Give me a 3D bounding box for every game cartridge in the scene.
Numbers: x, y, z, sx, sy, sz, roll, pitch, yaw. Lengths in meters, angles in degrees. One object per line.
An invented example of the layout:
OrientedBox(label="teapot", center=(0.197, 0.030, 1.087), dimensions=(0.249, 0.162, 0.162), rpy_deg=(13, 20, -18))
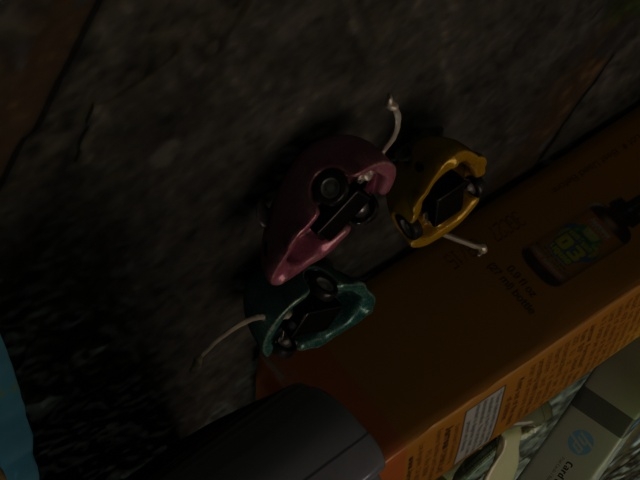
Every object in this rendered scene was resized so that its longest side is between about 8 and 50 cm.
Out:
OrientedBox(label="game cartridge", center=(-0.093, 0.136, 0.717), dimensions=(0.196, 0.060, 0.294), rpy_deg=(-39, 180, -17))

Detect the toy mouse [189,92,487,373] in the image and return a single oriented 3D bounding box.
OrientedBox(label="toy mouse", center=(0.000, 0.000, 0.761), dimensions=(0.143, 0.031, 0.161), rpy_deg=(-35, 156, -12))

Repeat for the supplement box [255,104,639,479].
OrientedBox(label="supplement box", center=(0.085, 0.031, 0.891), dimensions=(0.233, 0.078, 0.080), rpy_deg=(-32, 156, -17))

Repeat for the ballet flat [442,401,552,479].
OrientedBox(label="ballet flat", center=(0.051, 0.140, 1.047), dimensions=(0.072, 0.068, 0.213), rpy_deg=(-14, 146, -46))

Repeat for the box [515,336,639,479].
OrientedBox(label="box", center=(0.141, 0.118, 1.101), dimensions=(0.186, 0.038, 0.145), rpy_deg=(-56, 169, 11))

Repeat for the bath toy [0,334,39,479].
OrientedBox(label="bath toy", center=(-0.237, 0.100, 0.475), dimensions=(0.348, 0.129, 0.151), rpy_deg=(-21, 106, -42))

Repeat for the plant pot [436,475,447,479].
OrientedBox(label="plant pot", center=(0.000, 0.200, 0.947), dimensions=(0.201, 0.201, 0.180), rpy_deg=(-24, 136, -34))
